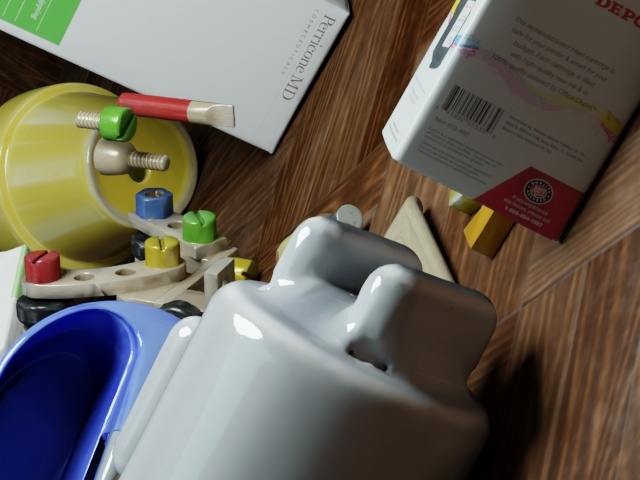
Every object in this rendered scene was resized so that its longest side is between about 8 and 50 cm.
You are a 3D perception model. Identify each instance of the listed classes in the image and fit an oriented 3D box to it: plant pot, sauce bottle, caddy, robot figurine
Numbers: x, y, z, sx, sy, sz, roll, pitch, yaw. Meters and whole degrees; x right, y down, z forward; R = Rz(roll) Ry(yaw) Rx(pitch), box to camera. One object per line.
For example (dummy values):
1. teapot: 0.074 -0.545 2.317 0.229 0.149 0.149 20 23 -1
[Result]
1. plant pot: -0.289 -0.084 2.476 0.239 0.254 0.254 -6 59 55
2. sauce bottle: 0.000 0.000 1.719 0.128 0.042 0.042 -35 33 63
3. caddy: -0.200 0.223 1.675 0.179 0.241 0.341 137 154 -68
4. robot figurine: -0.024 0.166 1.239 0.300 0.199 0.353 35 100 44

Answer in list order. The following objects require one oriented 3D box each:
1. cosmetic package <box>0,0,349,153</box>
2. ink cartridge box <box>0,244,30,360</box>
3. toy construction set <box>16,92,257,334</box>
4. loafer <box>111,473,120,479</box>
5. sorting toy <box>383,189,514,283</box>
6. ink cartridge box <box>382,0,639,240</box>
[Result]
1. cosmetic package: -0.172 -0.271 2.101 0.197 0.365 0.155 -61 14 22
2. ink cartridge box: -0.292 0.209 2.013 0.119 0.353 0.207 -19 29 9
3. toy construction set: -0.133 0.011 1.899 0.237 0.257 0.309 7 88 29
4. loafer: -0.142 0.254 1.457 0.130 0.134 0.366 -27 6 25
5. sorting toy: 0.054 0.051 1.460 0.307 0.041 0.229 -60 16 19
6. ink cartridge box: 0.140 -0.109 1.261 0.175 0.127 0.072 -60 13 13
